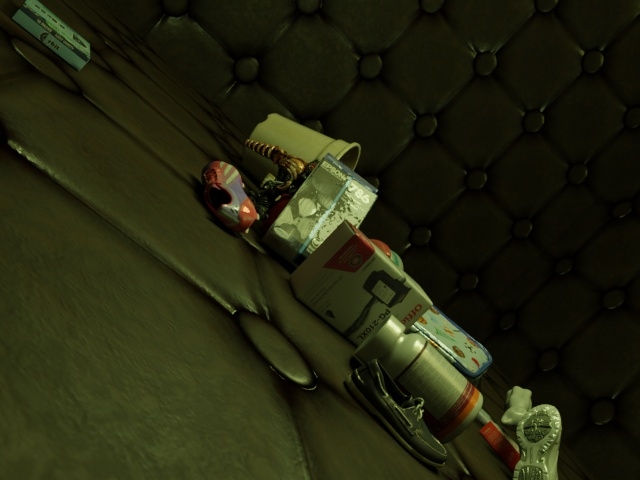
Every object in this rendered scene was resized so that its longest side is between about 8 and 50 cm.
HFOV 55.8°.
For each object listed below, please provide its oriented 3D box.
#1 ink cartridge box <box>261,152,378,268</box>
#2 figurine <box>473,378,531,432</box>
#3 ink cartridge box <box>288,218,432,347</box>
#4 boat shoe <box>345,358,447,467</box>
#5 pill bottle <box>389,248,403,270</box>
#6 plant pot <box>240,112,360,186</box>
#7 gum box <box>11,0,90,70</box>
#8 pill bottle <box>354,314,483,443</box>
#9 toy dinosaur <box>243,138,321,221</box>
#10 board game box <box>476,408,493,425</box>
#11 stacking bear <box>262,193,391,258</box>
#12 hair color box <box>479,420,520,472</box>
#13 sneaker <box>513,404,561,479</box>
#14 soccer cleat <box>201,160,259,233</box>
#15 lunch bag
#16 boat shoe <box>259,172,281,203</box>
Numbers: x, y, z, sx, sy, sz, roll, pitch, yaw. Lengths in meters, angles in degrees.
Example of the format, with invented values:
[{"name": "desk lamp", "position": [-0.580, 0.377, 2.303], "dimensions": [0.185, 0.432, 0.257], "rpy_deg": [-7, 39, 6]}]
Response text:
[{"name": "ink cartridge box", "position": [0.017, -0.074, 1.397], "dimensions": [0.165, 0.332, 0.065], "rpy_deg": [35, -36, -4]}, {"name": "figurine", "position": [0.423, 0.408, 1.489], "dimensions": [0.215, 0.092, 0.209], "rpy_deg": [15, 4, 21]}, {"name": "ink cartridge box", "position": [0.083, 0.103, 1.222], "dimensions": [0.237, 0.172, 0.100], "rpy_deg": [41, 8, -23]}, {"name": "boat shoe", "position": [0.133, 0.270, 0.946], "dimensions": [0.206, 0.065, 0.075], "rpy_deg": [44, 7, -2]}, {"name": "pill bottle", "position": [0.207, 0.093, 2.131], "dimensions": [0.146, 0.146, 0.264], "rpy_deg": [46, 7, 21]}, {"name": "plant pot", "position": [-0.084, -0.253, 2.013], "dimensions": [0.305, 0.334, 0.334], "rpy_deg": [33, 5, 11]}, {"name": "gum box", "position": [-0.577, -0.451, 1.310], "dimensions": [0.157, 0.041, 0.184], "rpy_deg": [40, 7, -33]}, {"name": "pill bottle", "position": [0.173, 0.246, 1.089], "dimensions": [0.221, 0.121, 0.121], "rpy_deg": [44, 7, 5]}, {"name": "toy dinosaur", "position": [-0.080, -0.147, 1.609], "dimensions": [0.322, 0.218, 0.164], "rpy_deg": [47, 8, 32]}, {"name": "board game box", "position": [0.441, 0.480, 1.660], "dimensions": [0.090, 0.020, 0.090], "rpy_deg": [43, 6, -7]}, {"name": "stacking bear", "position": [0.000, 0.000, 1.482], "dimensions": [0.289, 0.175, 0.164], "rpy_deg": [32, 18, -21]}, {"name": "hair color box", "position": [0.457, 0.510, 1.467], "dimensions": [0.072, 0.043, 0.141], "rpy_deg": [37, 9, -43]}, {"name": "sneaker", "position": [0.480, 0.475, 1.323], "dimensions": [0.090, 0.232, 0.115], "rpy_deg": [0, -42, 37]}, {"name": "soccer cleat", "position": [-0.204, -0.105, 1.233], "dimensions": [0.095, 0.083, 0.248], "rpy_deg": [31, 16, -42]}, {"name": "lunch bag", "position": [0.260, 0.232, 1.459], "dimensions": [0.303, 0.115, 0.243], "rpy_deg": [43, 23, 21]}, {"name": "boat shoe", "position": [-0.154, -0.139, 1.809], "dimensions": [0.063, 0.059, 0.170], "rpy_deg": [39, -16, 19]}]
